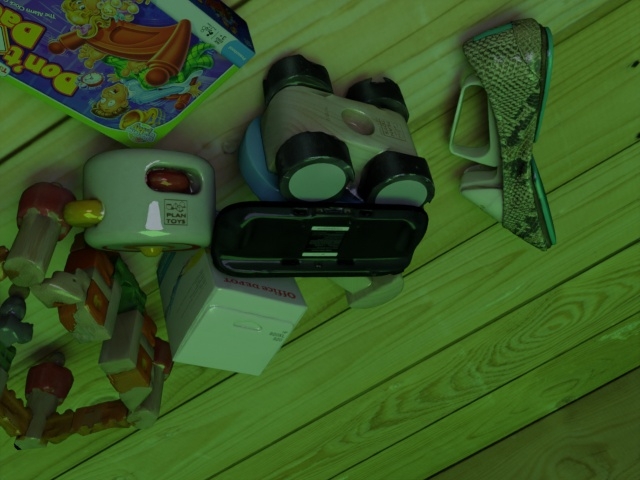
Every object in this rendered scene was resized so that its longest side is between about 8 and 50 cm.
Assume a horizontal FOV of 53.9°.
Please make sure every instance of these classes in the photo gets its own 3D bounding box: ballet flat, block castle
[{"bbox_3d":[0.330,-0.167,1.151,0.182,0.164,0.482,-8,132,14],"label":"ballet flat"},{"bbox_3d":[-0.454,0.130,1.042,0.303,0.212,0.453,-14,130,6],"label":"block castle"}]

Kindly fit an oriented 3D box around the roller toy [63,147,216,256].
[{"bbox_3d":[-0.254,-0.048,0.938,0.191,0.146,0.209,-3,174,9],"label":"roller toy"}]

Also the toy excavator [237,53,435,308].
[{"bbox_3d":[0.031,-0.048,1.104,0.433,0.222,0.445,9,140,-28],"label":"toy excavator"}]

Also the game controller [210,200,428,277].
[{"bbox_3d":[0.000,0.000,0.942,0.319,0.067,0.166,0,138,-15],"label":"game controller"}]

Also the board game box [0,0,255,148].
[{"bbox_3d":[-0.286,-0.272,0.771,0.233,0.078,0.347,-35,141,24],"label":"board game box"}]

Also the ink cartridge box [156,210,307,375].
[{"bbox_3d":[-0.163,0.084,1.086,0.171,0.232,0.168,17,118,-32],"label":"ink cartridge box"}]
